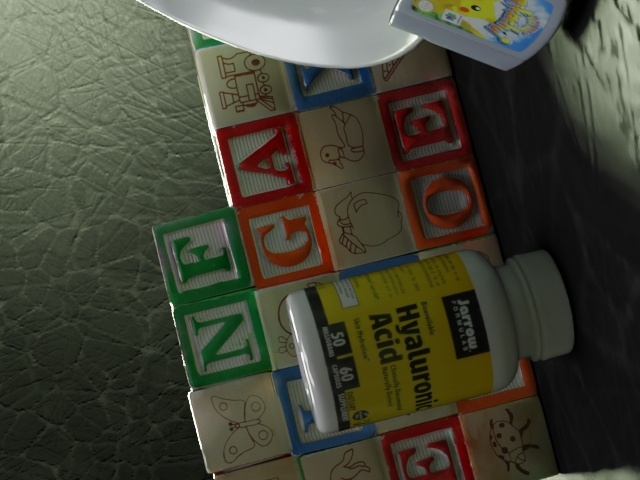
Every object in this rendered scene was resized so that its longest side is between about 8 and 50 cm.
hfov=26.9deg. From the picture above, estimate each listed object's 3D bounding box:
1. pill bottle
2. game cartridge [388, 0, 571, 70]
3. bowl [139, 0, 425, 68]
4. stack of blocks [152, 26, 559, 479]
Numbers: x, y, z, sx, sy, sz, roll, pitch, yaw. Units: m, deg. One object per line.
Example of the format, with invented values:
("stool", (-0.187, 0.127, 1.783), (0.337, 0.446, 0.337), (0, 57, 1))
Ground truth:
("pill bottle", (0.048, 0.040, 0.584), (0.065, 0.116, 0.065), (166, 90, -85))
("game cartridge", (0.058, -0.087, 0.467), (0.083, 0.056, 0.017), (115, 172, -72))
("bowl", (-0.049, -0.213, 0.540), (0.298, 0.134, 0.298), (30, 165, 9))
("stack of blocks", (0.000, 0.000, 0.716), (0.087, 0.171, 0.297), (116, 140, -83))
